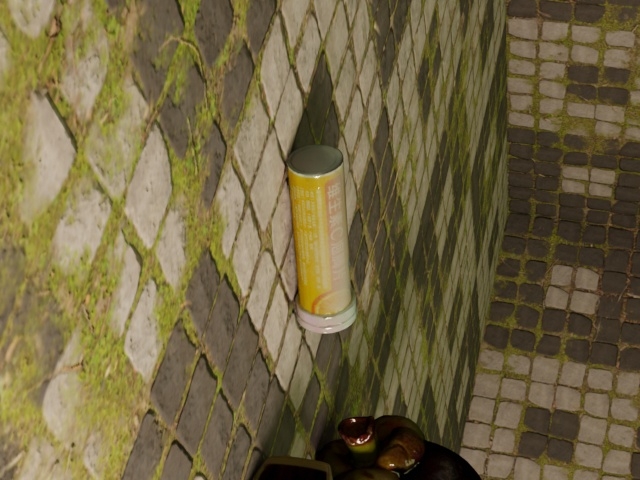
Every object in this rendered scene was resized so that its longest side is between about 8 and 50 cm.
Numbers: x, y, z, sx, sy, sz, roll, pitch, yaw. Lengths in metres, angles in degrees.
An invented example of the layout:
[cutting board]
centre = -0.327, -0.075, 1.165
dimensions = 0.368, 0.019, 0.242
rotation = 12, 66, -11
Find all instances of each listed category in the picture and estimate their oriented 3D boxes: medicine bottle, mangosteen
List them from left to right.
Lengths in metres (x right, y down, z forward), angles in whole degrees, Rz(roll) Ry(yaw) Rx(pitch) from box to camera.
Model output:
[medicine bottle]
centre = 0.000, 0.000, 1.276
dimensions = 0.074, 0.074, 0.218
rotation = -65, 156, -49
[mangosteen]
centre = 0.101, 0.372, 1.558
dimensions = 0.287, 0.233, 0.287
rotation = -34, 136, -41

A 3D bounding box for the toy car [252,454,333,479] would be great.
[toy car]
centre = -0.029, 0.373, 1.316
dimensions = 0.124, 0.101, 0.256
rotation = -68, 159, -53
